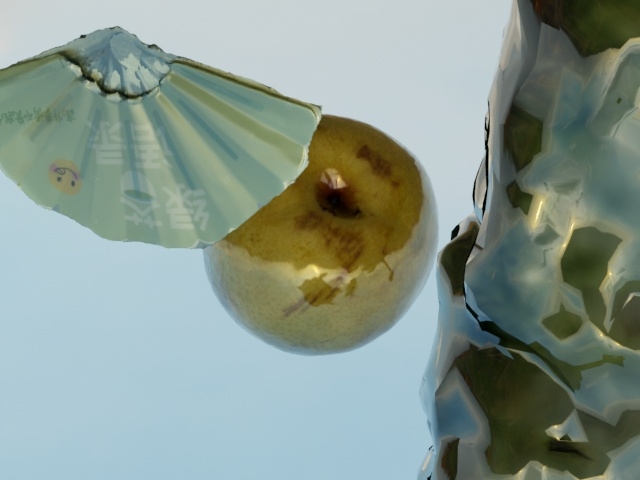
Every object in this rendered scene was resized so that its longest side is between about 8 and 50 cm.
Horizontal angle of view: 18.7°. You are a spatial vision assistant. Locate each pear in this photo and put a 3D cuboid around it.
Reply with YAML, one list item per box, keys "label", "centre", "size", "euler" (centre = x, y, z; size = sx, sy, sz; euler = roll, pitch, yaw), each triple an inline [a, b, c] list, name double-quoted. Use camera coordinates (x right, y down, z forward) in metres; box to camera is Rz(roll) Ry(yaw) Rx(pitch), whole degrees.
- label: "pear"
  centre: [0.000, 0.000, 1.650]
  size: [0.209, 0.209, 0.209]
  euler: [-4, -160, 2]

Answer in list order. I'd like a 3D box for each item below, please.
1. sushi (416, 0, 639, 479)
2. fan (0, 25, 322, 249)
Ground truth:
- label: "sushi"
  centre: [0.176, 0.009, 0.396]
  size: [0.294, 0.352, 0.178]
  euler: [12, -159, 8]
- label: "fan"
  centre: [-0.104, -0.056, 1.087]
  size: [0.240, 0.131, 0.009]
  euler: [4, -155, 26]
